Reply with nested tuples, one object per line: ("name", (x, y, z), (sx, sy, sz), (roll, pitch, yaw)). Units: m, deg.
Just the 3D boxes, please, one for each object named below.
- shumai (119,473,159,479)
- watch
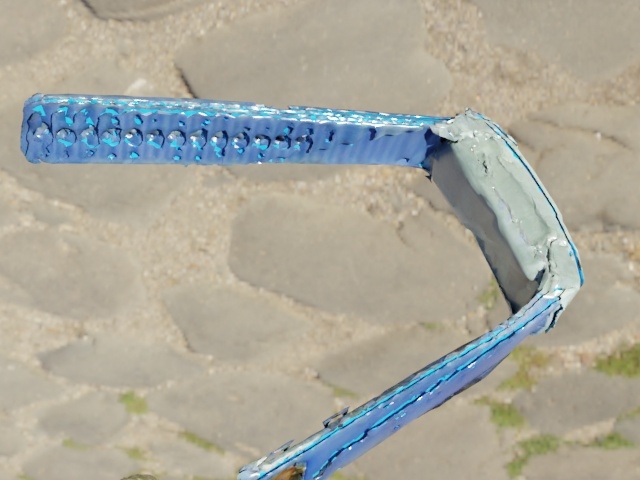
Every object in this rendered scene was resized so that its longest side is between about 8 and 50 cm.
("shumai", (-0.150, 0.265, 0.766), (0.142, 0.184, 0.184), (48, 136, 0))
("watch", (-0.001, -0.012, 0.670), (0.274, 0.276, 0.068), (-26, 161, -23))
